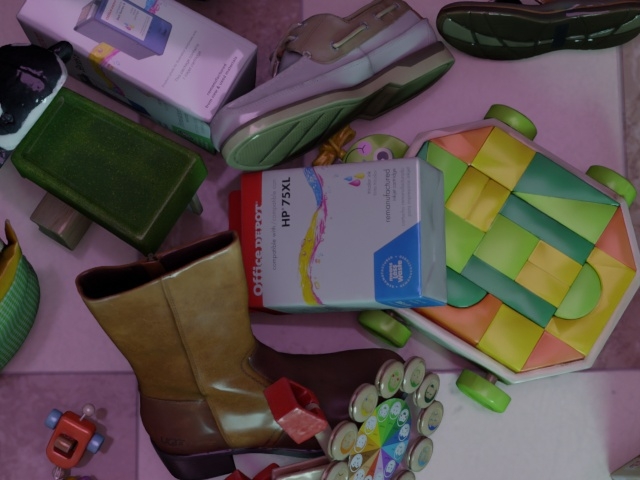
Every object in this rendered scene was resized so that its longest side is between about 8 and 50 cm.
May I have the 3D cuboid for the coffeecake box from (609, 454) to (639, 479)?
[{"bbox_3d":[0.368,0.285,1.369,0.068,0.142,0.185,-31,85,-8],"label":"coffeecake box"}]

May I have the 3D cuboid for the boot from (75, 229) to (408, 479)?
[{"bbox_3d":[-0.059,0.085,1.317,0.264,0.280,0.096,-12,44,3],"label":"boot"}]

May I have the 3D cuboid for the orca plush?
[{"bbox_3d":[-0.307,-0.142,1.316,0.102,0.287,0.151,35,88,-15],"label":"orca plush"}]

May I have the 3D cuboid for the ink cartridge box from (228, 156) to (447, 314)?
[{"bbox_3d":[0.000,0.000,1.380,0.231,0.078,0.134,-5,81,23],"label":"ink cartridge box"}]

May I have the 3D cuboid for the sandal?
[{"bbox_3d":[0.224,-0.233,1.470,0.219,0.090,0.060,-7,65,-3],"label":"sandal"}]

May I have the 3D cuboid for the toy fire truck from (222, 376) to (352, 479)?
[{"bbox_3d":[-0.019,0.225,1.341,0.135,0.047,0.192,-39,127,7],"label":"toy fire truck"}]

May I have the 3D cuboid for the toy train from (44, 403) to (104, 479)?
[{"bbox_3d":[-0.207,0.239,1.370,0.166,0.046,0.125,33,110,0],"label":"toy train"}]

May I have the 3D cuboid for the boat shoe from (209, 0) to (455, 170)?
[{"bbox_3d":[-0.003,-0.157,1.391,0.302,0.113,0.103,-27,79,-43],"label":"boat shoe"}]

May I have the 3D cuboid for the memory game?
[{"bbox_3d":[0.060,0.196,1.359,0.012,0.186,0.186,21,79,34],"label":"memory game"}]

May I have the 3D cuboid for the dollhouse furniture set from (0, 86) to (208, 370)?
[{"bbox_3d":[-0.239,0.042,1.333,0.151,0.197,0.301,30,76,12],"label":"dollhouse furniture set"}]

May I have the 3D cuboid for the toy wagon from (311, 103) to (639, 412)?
[{"bbox_3d":[0.144,-0.006,1.438,0.344,0.068,0.267,32,81,2],"label":"toy wagon"}]

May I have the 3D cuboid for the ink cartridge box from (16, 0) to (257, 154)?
[{"bbox_3d":[-0.175,-0.184,1.402,0.212,0.154,0.093,30,81,1],"label":"ink cartridge box"}]
